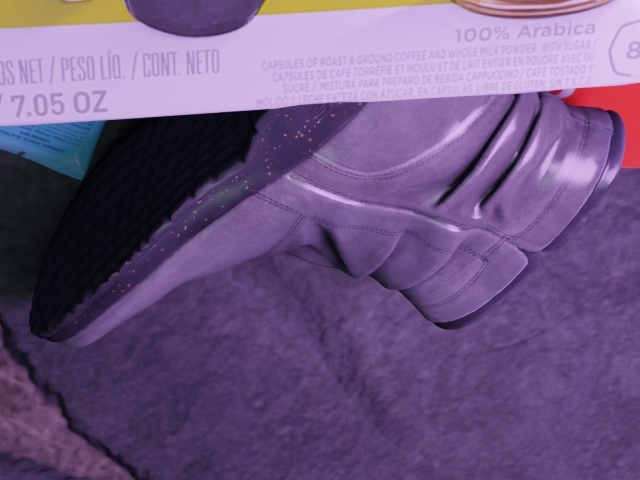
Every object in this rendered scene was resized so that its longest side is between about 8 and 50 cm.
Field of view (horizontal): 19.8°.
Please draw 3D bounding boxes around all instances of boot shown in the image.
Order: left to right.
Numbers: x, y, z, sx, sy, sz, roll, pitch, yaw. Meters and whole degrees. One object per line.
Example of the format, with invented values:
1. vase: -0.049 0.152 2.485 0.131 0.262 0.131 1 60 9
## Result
1. boot: 0.000 0.000 1.083 0.222 0.118 0.338 32 129 -30

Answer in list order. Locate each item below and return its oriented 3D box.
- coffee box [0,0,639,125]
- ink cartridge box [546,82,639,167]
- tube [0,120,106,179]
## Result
1. coffee box: -0.026 -0.281 0.762 0.337 0.338 0.334 -5 125 -8
2. ink cartridge box: 0.108 -0.129 1.043 0.189 0.066 0.232 3 123 8
3. tube: -0.131 -0.120 1.042 0.080 0.052 0.207 22 124 -18
